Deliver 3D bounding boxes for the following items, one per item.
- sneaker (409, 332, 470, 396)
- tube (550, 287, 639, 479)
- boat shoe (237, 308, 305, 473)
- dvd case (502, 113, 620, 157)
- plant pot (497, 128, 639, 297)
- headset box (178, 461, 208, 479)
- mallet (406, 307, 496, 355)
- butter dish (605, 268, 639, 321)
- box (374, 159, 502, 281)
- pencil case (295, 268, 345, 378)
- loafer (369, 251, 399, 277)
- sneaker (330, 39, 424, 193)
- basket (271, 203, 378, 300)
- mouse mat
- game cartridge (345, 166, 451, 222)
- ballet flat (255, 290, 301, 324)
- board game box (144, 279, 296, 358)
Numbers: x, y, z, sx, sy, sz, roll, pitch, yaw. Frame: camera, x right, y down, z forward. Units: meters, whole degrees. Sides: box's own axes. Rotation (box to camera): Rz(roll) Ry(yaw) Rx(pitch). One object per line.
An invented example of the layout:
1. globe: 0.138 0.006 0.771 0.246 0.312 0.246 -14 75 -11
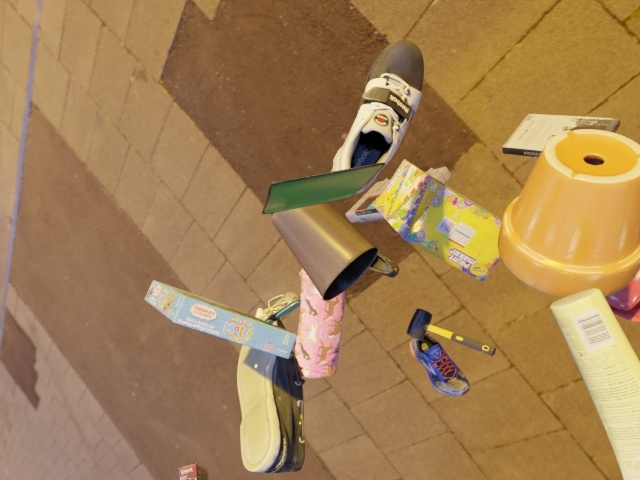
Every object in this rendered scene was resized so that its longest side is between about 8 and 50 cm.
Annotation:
1. sneaker: 0.305 0.319 1.280 0.221 0.083 0.087 46 160 45
2. tube: 0.359 0.178 0.586 0.070 0.062 0.240 96 151 -81
3. boat shoe: -0.081 0.283 0.940 0.113 0.340 0.127 31 114 -29
4. dvd case: 0.641 -0.279 1.305 0.239 0.179 0.029 17 142 41
5. plant pot: 0.380 -0.051 0.718 0.205 0.205 0.187 22 142 30
6. headset box: -0.207 0.413 0.805 0.062 0.032 0.083 77 178 -55
7. mallet: 0.249 0.194 0.953 0.039 0.062 0.190 36 173 -40
8. butter dish: 0.556 0.064 0.918 0.160 0.118 0.160 30 112 31
9. box: 0.354 -0.065 1.414 0.290 0.279 0.177 27 105 -20
10. pencil case: -0.007 0.282 1.674 0.167 0.160 0.385 -129 43 -75
11. loafer: 0.190 0.066 1.801 0.223 0.078 0.076 32 97 31
12. sneaker: 0.128 -0.239 0.950 0.123 0.146 0.330 21 95 -7
13. basket: 0.000 0.000 1.157 0.227 0.154 0.204 49 142 19
14. mouse mat: -0.004 -0.070 0.687 0.190 0.153 0.007 145 113 -77
15. game cartridge: 0.268 -0.160 1.751 0.355 0.230 0.068 -6 120 54
16. ballet flat: -0.088 0.128 0.851 0.041 0.114 0.041 53 177 4
17. board game box: -0.150 0.108 0.691 0.160 0.039 0.212 25 169 -27
